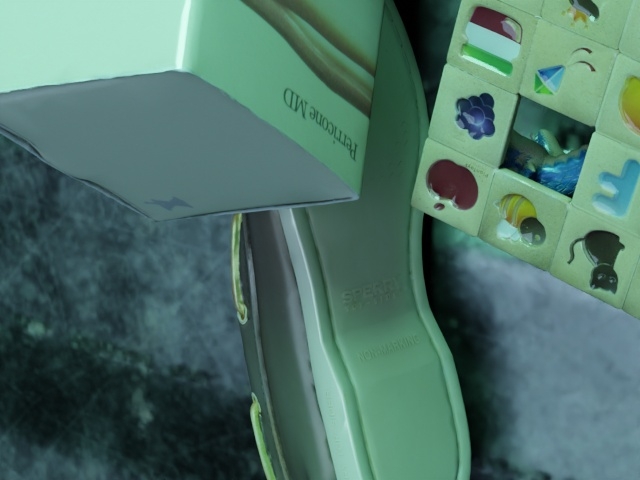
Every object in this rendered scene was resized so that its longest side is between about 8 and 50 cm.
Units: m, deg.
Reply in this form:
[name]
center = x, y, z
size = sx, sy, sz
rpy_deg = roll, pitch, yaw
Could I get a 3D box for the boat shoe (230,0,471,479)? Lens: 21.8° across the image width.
[boat shoe]
center = 0.000, 0.000, 0.893
size = 0.096, 0.116, 0.324
rpy_deg = -10, 90, 47

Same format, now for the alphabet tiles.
[alphabet tiles]
center = 0.160, -0.050, 0.723
size = 0.237, 0.009, 0.198
rpy_deg = 28, 124, 23

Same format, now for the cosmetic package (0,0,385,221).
[cosmetic package]
center = -0.051, -0.174, 0.782
size = 0.129, 0.153, 0.296
rpy_deg = -4, 69, 31

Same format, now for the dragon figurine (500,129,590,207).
[dragon figurine]
center = 0.204, -0.008, 0.782
size = 0.289, 0.085, 0.144
rpy_deg = 35, 117, 20
